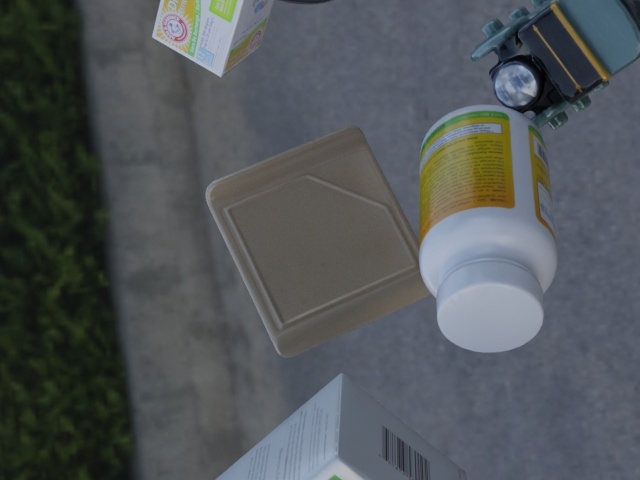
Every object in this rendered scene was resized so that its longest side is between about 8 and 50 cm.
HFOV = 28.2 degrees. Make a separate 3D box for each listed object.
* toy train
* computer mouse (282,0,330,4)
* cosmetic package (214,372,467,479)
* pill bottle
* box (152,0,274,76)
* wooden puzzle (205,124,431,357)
[{"bbox_3d":[0.301,-0.234,1.424,0.190,0.334,0.142,-34,92,34],"label":"toy train"},{"bbox_3d":[0.035,-0.305,1.172,0.272,0.188,0.072,-37,47,26],"label":"computer mouse"},{"bbox_3d":[-0.036,0.337,1.345,0.365,0.197,0.155,-44,18,22],"label":"cosmetic package"},{"bbox_3d":[0.167,-0.011,1.286,0.246,0.136,0.136,-85,13,-45],"label":"pill bottle"},{"bbox_3d":[-0.121,-0.327,1.593,0.114,0.103,0.203,30,132,11],"label":"box"},{"bbox_3d":[0.000,0.000,1.589,0.044,0.221,0.239,115,131,-75],"label":"wooden puzzle"}]
